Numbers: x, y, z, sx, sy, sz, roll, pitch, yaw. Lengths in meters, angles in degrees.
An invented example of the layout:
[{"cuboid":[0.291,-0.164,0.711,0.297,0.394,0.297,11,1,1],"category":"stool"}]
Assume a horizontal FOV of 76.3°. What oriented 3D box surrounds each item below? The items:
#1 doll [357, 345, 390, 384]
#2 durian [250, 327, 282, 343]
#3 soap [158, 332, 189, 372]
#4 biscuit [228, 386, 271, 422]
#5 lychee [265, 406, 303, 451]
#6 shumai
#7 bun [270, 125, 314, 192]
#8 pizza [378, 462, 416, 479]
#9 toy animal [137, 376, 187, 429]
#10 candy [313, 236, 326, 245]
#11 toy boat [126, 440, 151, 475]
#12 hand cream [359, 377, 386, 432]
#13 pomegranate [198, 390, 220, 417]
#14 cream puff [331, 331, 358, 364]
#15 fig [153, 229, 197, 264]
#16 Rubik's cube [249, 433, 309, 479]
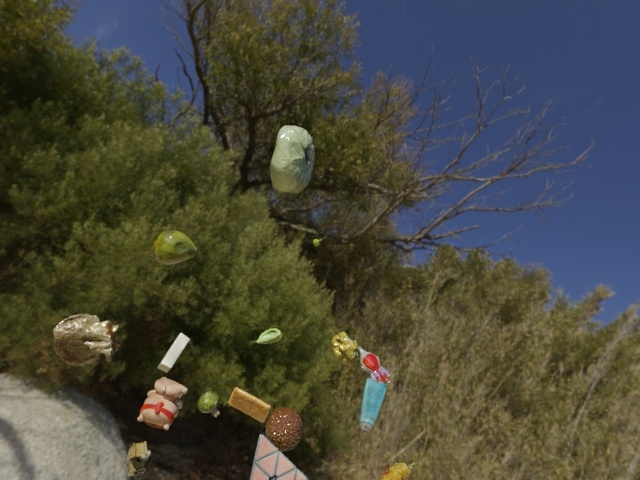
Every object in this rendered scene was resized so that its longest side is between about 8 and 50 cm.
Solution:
[{"cuboid":[0.252,0.609,1.983,0.227,0.102,0.075,48,-31,29],"category":"doll"},{"cuboid":[-0.315,0.584,2.462,0.215,0.086,0.100,-23,-10,19],"category":"durian"},{"cuboid":[-0.760,0.584,2.115,0.063,0.183,0.121,35,-40,-11],"category":"soap"},{"cuboid":[-0.427,0.988,2.440,0.249,0.030,0.160,27,-62,5],"category":"biscuit"},{"cuboid":[-0.173,0.919,1.993,0.200,0.200,0.238,10,-12,23],"category":"lychee"},{"cuboid":[-1.192,0.526,2.115,0.262,0.267,0.314,3,-33,29],"category":"shumai"},{"cuboid":[-0.081,-0.251,1.301,0.108,0.221,0.221,11,-31,12],"category":"bun"},{"cuboid":[0.275,0.943,1.604,0.075,0.280,0.287,45,10,27],"category":"pizza"},{"cuboid":[-0.683,0.710,1.771,0.171,0.198,0.171,20,-20,8],"category":"toy animal"},{"cuboid":[0.000,0.000,2.109,0.035,0.035,0.123,32,-30,-20],"category":"candy"},{"cuboid":[-0.886,1.070,1.968,0.089,0.122,0.321,4,-40,-31],"category":"toy boat"},{"cuboid":[0.184,0.602,1.493,0.083,0.224,0.048,16,-57,12],"category":"hand cream"},{"cuboid":[-0.585,0.874,2.170,0.114,0.114,0.142,-21,-77,52],"category":"pomegranate"},{"cuboid":[0.115,0.523,1.981,0.156,0.121,0.156,38,-12,10],"category":"cream puff"},{"cuboid":[-0.841,0.036,2.353,0.229,0.207,0.207,-11,-30,-8],"category":"fig"},{"cuboid":[-0.214,0.962,1.663,0.229,0.233,0.228,52,5,39],"category":"Rubik's cube"}]
